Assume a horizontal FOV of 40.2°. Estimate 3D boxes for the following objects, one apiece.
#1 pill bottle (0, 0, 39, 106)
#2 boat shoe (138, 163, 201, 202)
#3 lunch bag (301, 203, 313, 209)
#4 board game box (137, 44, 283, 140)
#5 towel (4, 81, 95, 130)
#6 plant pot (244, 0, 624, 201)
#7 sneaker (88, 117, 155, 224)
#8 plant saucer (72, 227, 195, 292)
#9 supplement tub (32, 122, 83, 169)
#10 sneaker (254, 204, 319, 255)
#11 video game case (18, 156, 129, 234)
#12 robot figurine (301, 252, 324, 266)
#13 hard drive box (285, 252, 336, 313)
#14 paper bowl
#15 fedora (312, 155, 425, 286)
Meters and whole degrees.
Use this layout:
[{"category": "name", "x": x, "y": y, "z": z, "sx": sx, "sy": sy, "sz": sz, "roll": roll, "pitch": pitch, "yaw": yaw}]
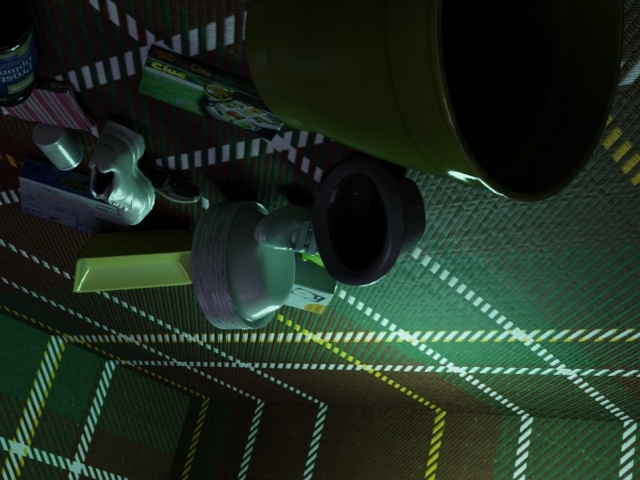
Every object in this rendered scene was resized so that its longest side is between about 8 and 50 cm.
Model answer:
[{"category": "pill bottle", "x": -0.541, "y": -0.317, "z": 1.474, "sx": 0.123, "sy": 0.123, "sz": 0.219, "roll": 17, "pitch": 158, "yaw": -7}, {"category": "boat shoe", "x": -0.333, "y": -0.124, "z": 1.900, "sx": 0.152, "sy": 0.056, "sz": 0.049, "roll": 17, "pitch": 163, "yaw": -8}, {"category": "lunch bag", "x": -0.034, "y": -0.051, "z": 1.904, "sx": 0.083, "sy": 0.053, "sz": 0.071, "roll": 19, "pitch": 162, "yaw": -39}, {"category": "board game box", "x": -0.186, "y": -0.255, "z": 1.537, "sx": 0.260, "sy": 0.030, "sz": 0.136, "roll": 19, "pitch": 160, "yaw": -13}, {"category": "towel", "x": -0.554, "y": -0.274, "z": 1.715, "sx": 0.197, "sy": 0.029, "sz": 0.144, "roll": 12, "pitch": 158, "yaw": 12}, {"category": "plant pot", "x": 0.109, "y": -0.244, "z": 1.031, "sx": 0.353, "sy": 0.366, "sz": 0.366, "roll": 10, "pitch": 161, "yaw": 44}, {"category": "sneaker", "x": -0.426, "y": -0.120, "z": 1.812, "sx": 0.111, "sy": 0.129, "sz": 0.297, "roll": 21, "pitch": 149, "yaw": 14}, {"category": "plant saucer", "x": -0.465, "y": 0.046, "z": 2.246, "sx": 0.333, "sy": 0.081, "sz": 0.333, "roll": -4, "pitch": 165, "yaw": -19}, {"category": "supplement tub", "x": -0.548, "y": -0.200, "z": 1.826, "sx": 0.071, "sy": 0.071, "sz": 0.107, "roll": 8, "pitch": 157, "yaw": 14}, {"category": "sneaker", "x": 0.001, "y": 0.000, "z": 1.802, "sx": 0.256, "sy": 0.094, "sz": 0.151, "roll": -1, "pitch": -152, "yaw": -30}, {"category": "video game case", "x": -0.587, "y": -0.093, "z": 2.117, "sx": 0.269, "sy": 0.061, "sz": 0.244, "roll": 18, "pitch": 157, "yaw": -11}, {"category": "robot figurine", "x": 0.001, "y": 0.021, "z": 2.032, "sx": 0.101, "sy": 0.067, "sz": 0.115, "roll": -12, "pitch": 147, "yaw": 43}, {"category": "hard drive box", "x": -0.082, "y": 0.097, "z": 2.237, "sx": 0.232, "sy": 0.089, "sz": 0.181, "roll": 16, "pitch": 157, "yaw": -3}, {"category": "paper bowl", "x": -0.155, "y": 0.053, "z": 1.916, "sx": 0.148, "sy": 0.284, "sz": 0.284, "roll": -2, "pitch": 154, "yaw": 22}, {"category": "fedora", "x": 0.108, "y": -0.041, "z": 1.684, "sx": 0.124, "sy": 0.243, "sz": 0.275, "roll": -7, "pitch": 160, "yaw": -31}]
